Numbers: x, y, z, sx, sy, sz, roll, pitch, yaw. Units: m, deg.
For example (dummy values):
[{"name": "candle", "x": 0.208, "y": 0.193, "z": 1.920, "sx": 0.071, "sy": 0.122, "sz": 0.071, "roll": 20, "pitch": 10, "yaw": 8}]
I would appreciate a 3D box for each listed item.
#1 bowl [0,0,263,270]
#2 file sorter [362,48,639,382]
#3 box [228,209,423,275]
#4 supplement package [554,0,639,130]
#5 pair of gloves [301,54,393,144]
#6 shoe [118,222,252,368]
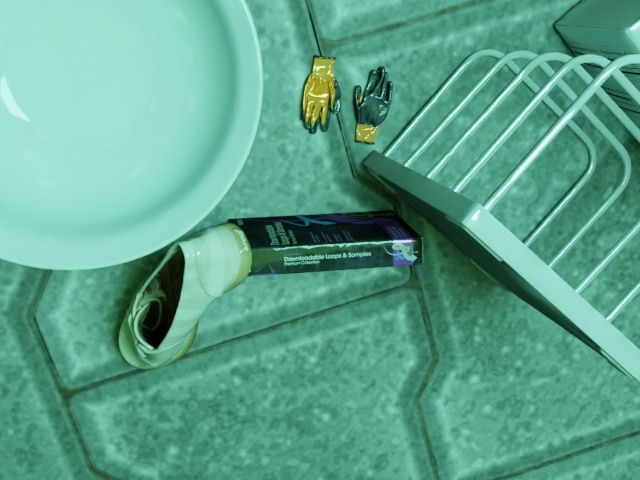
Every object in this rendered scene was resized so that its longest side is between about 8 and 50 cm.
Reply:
[{"name": "bowl", "x": -0.201, "y": -0.135, "z": 0.743, "sx": 0.298, "sy": 0.134, "sz": 0.297, "roll": -3, "pitch": 107, "yaw": -9}, {"name": "file sorter", "x": 0.191, "y": -0.046, "z": 0.762, "sx": 0.193, "sy": 0.277, "sz": 0.173, "roll": 40, "pitch": 92, "yaw": -17}, {"name": "box", "x": 0.000, "y": 0.000, "z": 0.824, "sx": 0.162, "sy": 0.116, "sz": 0.029, "roll": -5, "pitch": 105, "yaw": -8}, {"name": "supplement package", "x": 0.364, "y": -0.176, "z": 0.815, "sx": 0.194, "sy": 0.149, "sz": 0.203, "roll": -41, "pitch": 108, "yaw": 3}, {"name": "pair of gloves", "x": 0.024, "y": -0.130, "z": 0.846, "sx": 0.083, "sy": 0.010, "sz": 0.074, "roll": 9, "pitch": 104, "yaw": -13}, {"name": "shoe", "x": -0.136, "y": 0.054, "z": 0.794, "sx": 0.219, "sy": 0.058, "sz": 0.076, "roll": -46, "pitch": 69, "yaw": 43}]
